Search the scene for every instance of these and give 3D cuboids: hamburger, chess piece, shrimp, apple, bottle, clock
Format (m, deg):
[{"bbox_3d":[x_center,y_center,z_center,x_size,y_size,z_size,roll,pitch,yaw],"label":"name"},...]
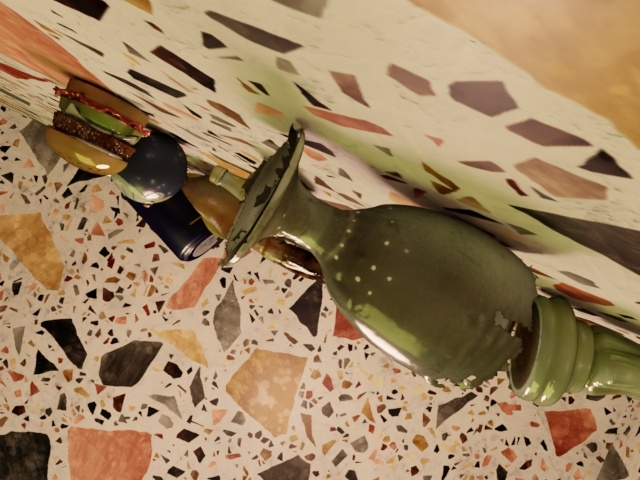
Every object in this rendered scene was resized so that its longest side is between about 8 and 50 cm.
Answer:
[{"bbox_3d":[-0.390,-0.186,1.000,0.175,0.136,0.175,24,180,0],"label":"hamburger"},{"bbox_3d":[0.457,0.191,0.880,0.299,0.175,0.176,12,175,7],"label":"chess piece"},{"bbox_3d":[-0.066,0.044,1.591,0.365,0.071,0.233,25,-176,-4],"label":"shrimp"},{"bbox_3d":[-0.251,-0.102,1.424,0.193,0.120,0.265,43,-176,-13],"label":"apple"},{"bbox_3d":[-0.098,-0.071,1.152,0.270,0.083,0.083,30,176,-4],"label":"bottle"},{"bbox_3d":[-0.388,-0.169,1.164,0.244,0.146,0.199,28,-168,9],"label":"clock"}]

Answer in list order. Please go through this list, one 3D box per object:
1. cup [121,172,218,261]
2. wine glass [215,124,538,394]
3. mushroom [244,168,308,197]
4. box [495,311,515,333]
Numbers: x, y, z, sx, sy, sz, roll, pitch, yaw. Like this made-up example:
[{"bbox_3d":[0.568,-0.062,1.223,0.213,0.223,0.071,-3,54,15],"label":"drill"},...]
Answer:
[{"bbox_3d":[-0.364,-0.105,1.591,0.256,0.255,0.178,47,154,6],"label":"cup"},{"bbox_3d":[0.071,0.027,0.652,0.357,0.190,0.190,31,175,-17],"label":"wine glass"},{"bbox_3d":[-0.063,-0.060,0.967,0.096,0.108,0.247,-16,177,1],"label":"mushroom"},{"bbox_3d":[0.198,0.094,0.946,0.243,0.155,0.067,25,178,29],"label":"box"}]
